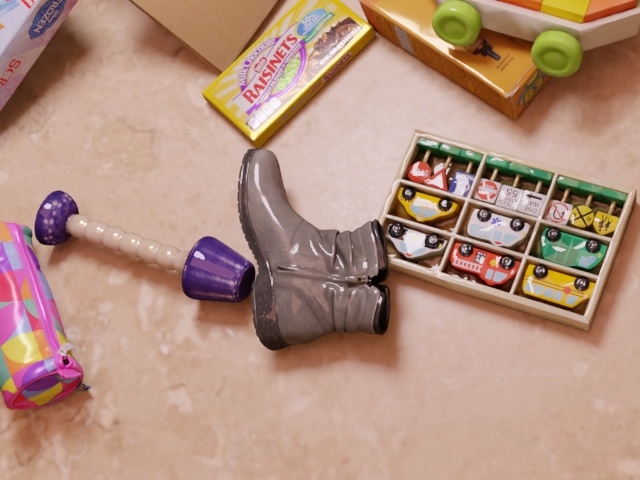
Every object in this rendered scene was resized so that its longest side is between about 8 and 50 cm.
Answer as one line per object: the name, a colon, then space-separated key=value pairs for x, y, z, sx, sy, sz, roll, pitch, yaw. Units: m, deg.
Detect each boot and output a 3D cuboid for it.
boot: x=0.000 y=0.000 z=1.480 sx=0.161 sy=0.083 sz=0.246 roll=-14 pitch=75 yaw=19

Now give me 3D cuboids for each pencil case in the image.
pencil case: x=-0.353 y=0.086 z=1.536 sx=0.104 sy=0.104 sz=0.236 roll=-29 pitch=66 yaw=2

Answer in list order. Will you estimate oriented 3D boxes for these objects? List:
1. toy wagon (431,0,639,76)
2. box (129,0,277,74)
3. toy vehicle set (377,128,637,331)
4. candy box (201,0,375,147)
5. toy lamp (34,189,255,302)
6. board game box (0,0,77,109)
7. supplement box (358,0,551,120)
toy wagon: x=0.216 y=-0.331 z=1.514 sx=0.344 sy=0.068 sz=0.267 roll=19 pitch=56 yaw=11
box: x=-0.153 y=-0.332 z=1.619 sx=0.201 sy=0.021 sz=0.164 roll=37 pitch=81 yaw=-19
toy vehicle set: x=0.202 y=-0.015 z=1.470 sx=0.267 sy=0.035 sz=0.166 roll=17 pitch=75 yaw=19
candy box: x=-0.040 y=-0.219 z=1.614 sx=0.206 sy=0.027 sz=0.105 roll=-45 pitch=63 yaw=-6
toy lamp: x=-0.206 y=0.009 z=1.539 sx=0.275 sy=0.080 sz=0.080 roll=18 pitch=75 yaw=18
board game box: x=-0.495 y=-0.300 z=1.680 sx=0.318 sy=0.066 sz=0.318 roll=46 pitch=106 yaw=24
supplement box: x=0.160 y=-0.240 z=1.546 sx=0.233 sy=0.080 sz=0.078 roll=38 pitch=82 yaw=25
